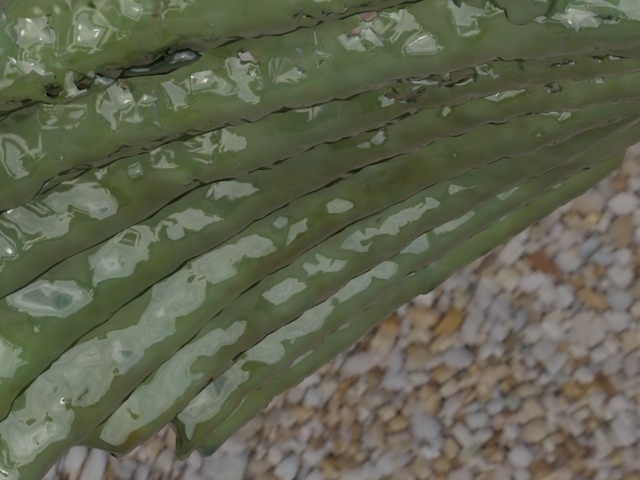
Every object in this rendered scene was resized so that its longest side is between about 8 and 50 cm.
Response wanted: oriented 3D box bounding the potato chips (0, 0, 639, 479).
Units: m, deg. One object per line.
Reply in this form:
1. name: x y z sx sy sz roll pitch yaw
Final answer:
1. potato chips: 0.004 -0.004 0.606 0.373 0.389 0.097 -8 70 -47
